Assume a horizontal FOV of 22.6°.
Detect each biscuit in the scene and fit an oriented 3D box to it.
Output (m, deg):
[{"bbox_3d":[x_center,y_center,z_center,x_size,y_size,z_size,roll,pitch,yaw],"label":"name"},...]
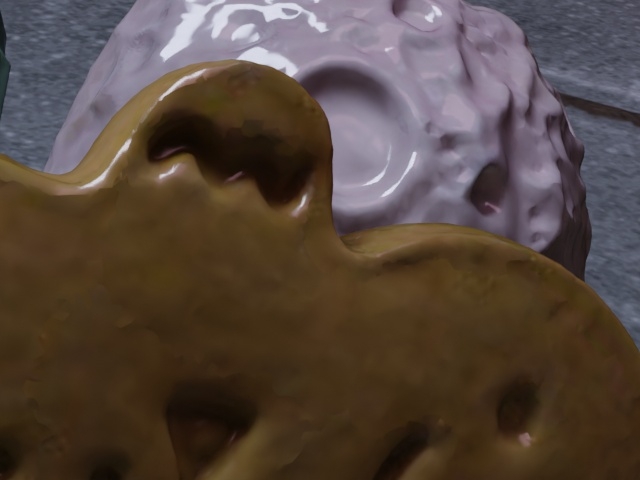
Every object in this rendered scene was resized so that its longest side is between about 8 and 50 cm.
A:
[{"bbox_3d":[-0.031,0.084,0.538,0.355,0.275,0.052,18,1,-24],"label":"biscuit"}]

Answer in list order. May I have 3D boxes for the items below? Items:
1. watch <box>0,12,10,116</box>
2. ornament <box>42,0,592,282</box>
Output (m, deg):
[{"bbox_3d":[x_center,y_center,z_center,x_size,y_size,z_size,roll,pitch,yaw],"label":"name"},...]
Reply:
[{"bbox_3d":[-0.275,-0.069,0.763,0.253,0.241,0.162,0,29,-19],"label":"watch"},{"bbox_3d":[0.000,0.000,0.702,0.225,0.259,0.259,28,28,2],"label":"ornament"}]
